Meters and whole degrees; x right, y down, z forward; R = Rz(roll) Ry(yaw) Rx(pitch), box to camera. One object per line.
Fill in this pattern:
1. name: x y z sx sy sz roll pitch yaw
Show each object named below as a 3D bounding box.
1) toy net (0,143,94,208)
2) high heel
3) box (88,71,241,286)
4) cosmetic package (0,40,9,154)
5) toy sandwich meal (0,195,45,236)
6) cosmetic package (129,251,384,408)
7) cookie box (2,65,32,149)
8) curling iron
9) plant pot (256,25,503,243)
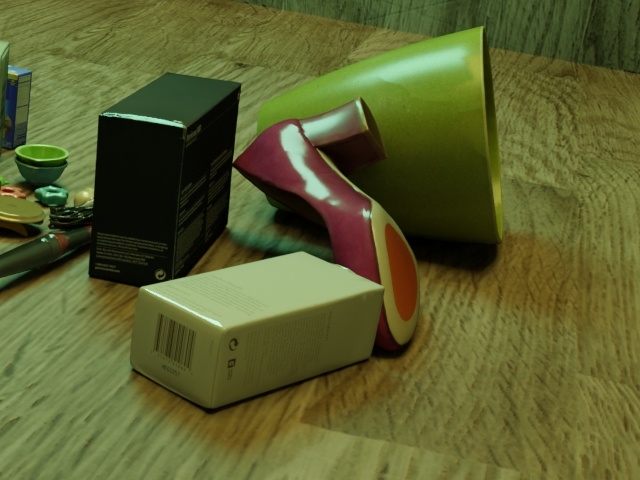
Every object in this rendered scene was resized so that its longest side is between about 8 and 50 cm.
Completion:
1. toy net: -0.319 -0.063 1.626 0.122 0.045 0.232 -9 26 -44
2. high heel: 0.000 0.000 1.485 0.181 0.127 0.377 -24 39 14
3. box: -0.172 -0.076 1.515 0.103 0.184 0.261 12 18 6
4. cosmetic package: -0.564 -0.190 1.712 0.309 0.160 0.113 5 19 -8
5. toy sandwich meal: -0.358 -0.027 1.531 0.085 0.029 0.085 13 17 -4
6. cosmetic package: -0.057 0.080 1.267 0.117 0.086 0.231 24 21 37
7. cookie box: -0.451 -0.189 1.842 0.091 0.107 0.040 14 19 15
8. curling iron: -0.304 0.008 1.438 0.068 0.035 0.274 8 17 12
9. plant pot: 0.076 -0.120 1.712 0.293 0.275 0.275 -5 16 11
